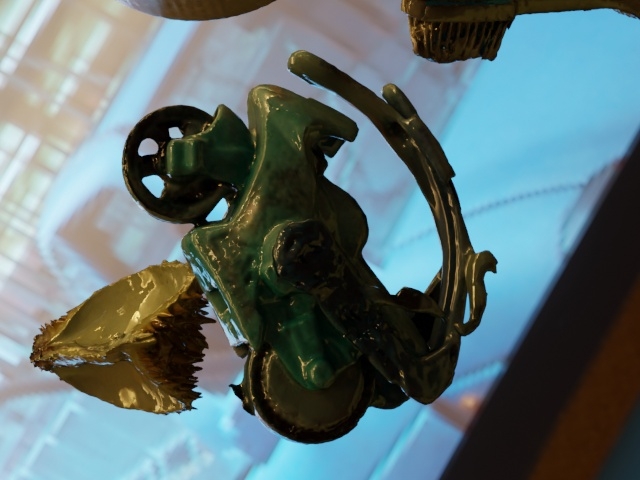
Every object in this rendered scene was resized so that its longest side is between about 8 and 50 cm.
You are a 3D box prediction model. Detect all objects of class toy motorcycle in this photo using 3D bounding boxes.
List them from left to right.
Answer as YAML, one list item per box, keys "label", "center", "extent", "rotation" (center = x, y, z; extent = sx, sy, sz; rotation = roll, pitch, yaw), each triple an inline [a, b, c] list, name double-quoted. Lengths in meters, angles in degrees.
- label: "toy motorcycle"
  center: [0.000, 0.000, 1.258]
  extent: [0.206, 0.260, 0.154]
  rotation: [-28, 0, -13]

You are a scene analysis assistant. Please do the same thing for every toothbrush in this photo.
- label: "toothbrush"
  center: [0.150, -0.094, 0.756]
  extent: [0.294, 0.026, 0.028]
  rotation: [-8, -67, -34]

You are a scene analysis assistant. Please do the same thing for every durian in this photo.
- label: "durian"
  center: [-0.168, 0.084, 1.620]
  extent: [0.252, 0.139, 0.144]
  rotation: [3, 89, 53]

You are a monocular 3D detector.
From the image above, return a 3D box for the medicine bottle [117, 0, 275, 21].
- label: "medicine bottle"
  center: [-0.090, -0.268, 0.943]
  extent: [0.211, 0.211, 0.371]
  rotation: [-60, -13, -10]
